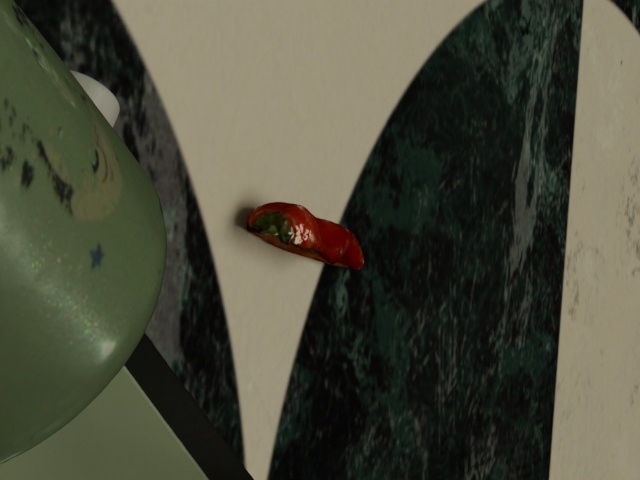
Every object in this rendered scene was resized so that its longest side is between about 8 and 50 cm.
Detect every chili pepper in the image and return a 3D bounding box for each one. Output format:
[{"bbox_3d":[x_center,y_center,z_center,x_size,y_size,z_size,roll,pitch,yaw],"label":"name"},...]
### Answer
[{"bbox_3d":[0.000,0.000,1.048,0.178,0.045,0.027,26,81,-65],"label":"chili pepper"}]

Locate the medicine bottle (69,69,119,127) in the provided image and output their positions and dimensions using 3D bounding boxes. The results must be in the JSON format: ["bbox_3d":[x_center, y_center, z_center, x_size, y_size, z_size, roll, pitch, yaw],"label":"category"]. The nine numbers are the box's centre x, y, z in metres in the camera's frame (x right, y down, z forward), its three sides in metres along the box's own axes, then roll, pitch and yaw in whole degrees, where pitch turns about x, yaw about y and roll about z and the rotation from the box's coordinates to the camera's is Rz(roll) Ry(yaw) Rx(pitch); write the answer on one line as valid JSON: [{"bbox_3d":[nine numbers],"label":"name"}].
[{"bbox_3d":[-0.132,-0.034,0.798,0.052,0.052,0.089,51,51,-51],"label":"medicine bottle"}]

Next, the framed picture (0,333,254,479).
[{"bbox_3d":[-0.084,0.166,0.723,0.347,0.016,0.265,52,31,10],"label":"framed picture"}]

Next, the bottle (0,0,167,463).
[{"bbox_3d":[-0.198,-0.073,0.573,0.347,0.168,0.168,57,46,-40],"label":"bottle"}]
